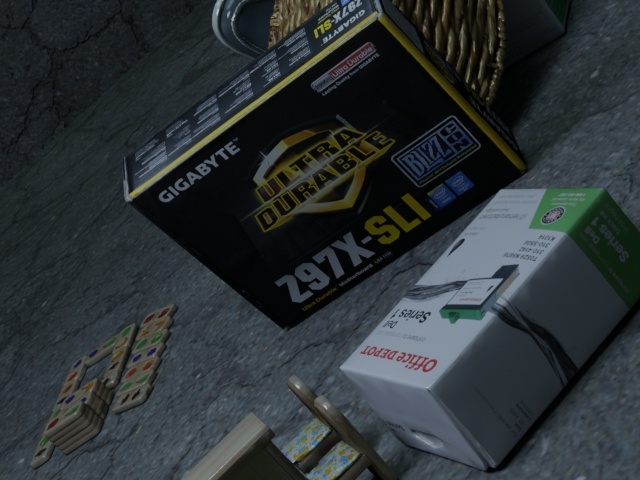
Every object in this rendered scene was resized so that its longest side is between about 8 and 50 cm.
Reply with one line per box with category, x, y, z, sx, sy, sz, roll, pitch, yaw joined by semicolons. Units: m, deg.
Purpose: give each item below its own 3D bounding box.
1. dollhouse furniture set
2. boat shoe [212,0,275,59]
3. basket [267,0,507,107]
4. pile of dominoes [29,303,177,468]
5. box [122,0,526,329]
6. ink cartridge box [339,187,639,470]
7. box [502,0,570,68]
dollhouse furniture set;-0.063;0.205;1.211;0.212;0.161;0.242;-44;19;-8
boat shoe;0.013;-0.270;1.995;0.099;0.319;0.116;26;106;52
basket;0.071;-0.207;1.743;0.223;0.213;0.299;139;142;-55
pile of dominoes;-0.274;0.164;1.914;0.196;0.040;0.251;-34;20;20
box;0.004;-0.077;1.559;0.322;0.257;0.079;-34;39;19
ink cartridge box;0.142;0.064;1.237;0.219;0.092;0.160;-46;19;-17
box;0.231;-0.276;1.840;0.102;0.087;0.101;-30;21;29
